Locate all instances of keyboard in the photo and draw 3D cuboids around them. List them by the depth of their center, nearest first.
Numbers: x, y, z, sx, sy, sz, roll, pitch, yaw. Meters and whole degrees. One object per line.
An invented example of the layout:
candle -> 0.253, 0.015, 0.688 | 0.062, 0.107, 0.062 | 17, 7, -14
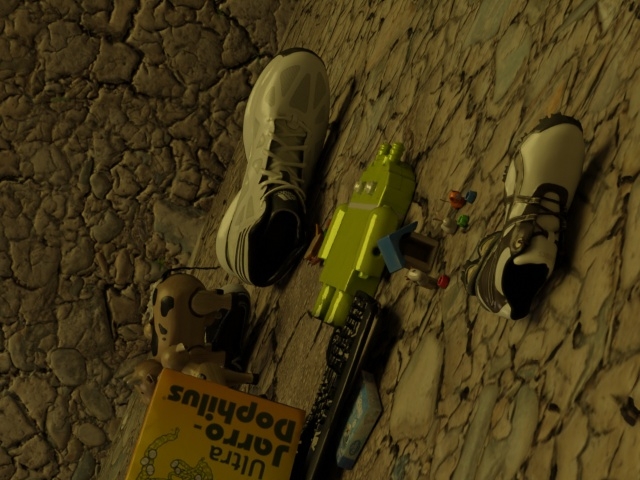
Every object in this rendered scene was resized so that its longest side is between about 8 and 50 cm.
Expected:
keyboard -> 0.002, 0.214, 1.583 | 0.201, 0.033, 0.317 | -160, 90, -87

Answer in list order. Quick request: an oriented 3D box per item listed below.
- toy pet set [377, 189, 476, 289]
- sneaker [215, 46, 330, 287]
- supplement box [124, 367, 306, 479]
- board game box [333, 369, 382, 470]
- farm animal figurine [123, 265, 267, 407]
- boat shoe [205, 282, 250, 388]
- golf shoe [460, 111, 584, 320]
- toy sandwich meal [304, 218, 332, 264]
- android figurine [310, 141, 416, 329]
toy pet set -> 0.117, -0.005, 1.458 | 0.114, 0.065, 0.122 | 151, 140, -70
sneaker -> -0.050, -0.121, 2.220 | 0.257, 0.169, 0.447 | -151, 75, -69
supplement box -> -0.164, 0.343, 1.628 | 0.356, 0.194, 0.195 | 116, 170, -59
board game box -> 0.043, 0.216, 1.495 | 0.090, 0.020, 0.090 | -101, 35, -68
farm animal figurine -> -0.231, 0.199, 2.064 | 0.330, 0.172, 0.326 | -24, 65, 59
boat shoe -> -0.189, 0.228, 2.266 | 0.102, 0.108, 0.301 | 33, 101, 42
golf shoe -> 0.203, -0.016, 1.134 | 0.094, 0.077, 0.198 | -125, 50, -62
toy sandwich meal -> 0.000, 0.000, 2.012 | 0.085, 0.029, 0.085 | -158, 90, -77
android figurine -> 0.060, -0.009, 1.733 | 0.248, 0.056, 0.273 | -158, 88, -78
